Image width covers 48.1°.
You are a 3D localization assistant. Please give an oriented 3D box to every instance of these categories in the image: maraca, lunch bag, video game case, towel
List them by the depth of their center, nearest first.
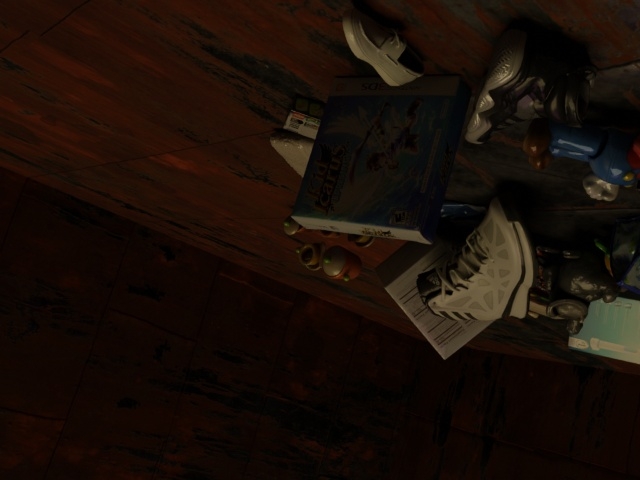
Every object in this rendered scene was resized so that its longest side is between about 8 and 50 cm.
[{"bbox_3d":[0.098,-0.141,1.184,0.244,0.270,0.061,7,164,35],"label":"video game case"},{"bbox_3d":[0.679,0.040,1.503,0.128,0.151,0.096,22,167,-21],"label":"lunch bag"},{"bbox_3d":[0.688,0.045,1.612,0.185,0.099,0.127,21,-158,-31],"label":"maraca"},{"bbox_3d":[0.015,-0.172,1.672,0.187,0.049,0.282,9,166,27],"label":"towel"}]

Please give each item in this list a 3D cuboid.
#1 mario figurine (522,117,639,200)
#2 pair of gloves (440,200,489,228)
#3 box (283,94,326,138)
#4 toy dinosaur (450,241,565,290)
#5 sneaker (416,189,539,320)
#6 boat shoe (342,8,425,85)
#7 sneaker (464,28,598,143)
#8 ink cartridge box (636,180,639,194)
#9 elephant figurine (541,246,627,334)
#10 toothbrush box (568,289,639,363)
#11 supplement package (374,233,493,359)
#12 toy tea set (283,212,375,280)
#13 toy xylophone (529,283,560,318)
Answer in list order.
[{"bbox_3d":[0.469,-0.099,1.090,0.320,0.170,0.198,18,-146,27],"label":"mario figurine"},{"bbox_3d":[0.377,-0.054,1.786,0.159,0.023,0.198,6,163,40],"label":"pair of gloves"},{"bbox_3d":[0.034,-0.225,1.442,0.206,0.036,0.114,18,167,-8],"label":"box"},{"bbox_3d":[0.511,0.047,1.875,0.321,0.164,0.218,33,155,11],"label":"toy dinosaur"},{"bbox_3d":[0.350,0.072,1.656,0.257,0.169,0.448,-12,143,4],"label":"sneaker"},{"bbox_3d":[0.097,-0.284,1.053,0.063,0.066,0.184,-8,154,31],"label":"boat shoe"},{"bbox_3d":[0.306,-0.198,1.050,0.153,0.101,0.268,18,165,6],"label":"sneaker"},{"bbox_3d":[0.703,-0.051,1.288,0.165,0.065,0.332,4,163,43],"label":"ink cartridge box"},{"bbox_3d":[0.612,0.131,1.747,0.186,0.169,0.239,50,132,12],"label":"elephant figurine"},{"bbox_3d":[0.814,0.200,1.865,0.295,0.126,0.216,10,129,26],"label":"toothbrush box"},{"bbox_3d":[0.312,0.136,1.941,0.263,0.198,0.199,49,-175,-12],"label":"supplement package"},{"bbox_3d":[0.000,0.000,2.112,0.336,0.200,0.124,12,177,43],"label":"toy tea set"},{"bbox_3d":[0.679,0.180,2.276,0.322,0.081,0.236,21,167,-22],"label":"toy xylophone"}]
